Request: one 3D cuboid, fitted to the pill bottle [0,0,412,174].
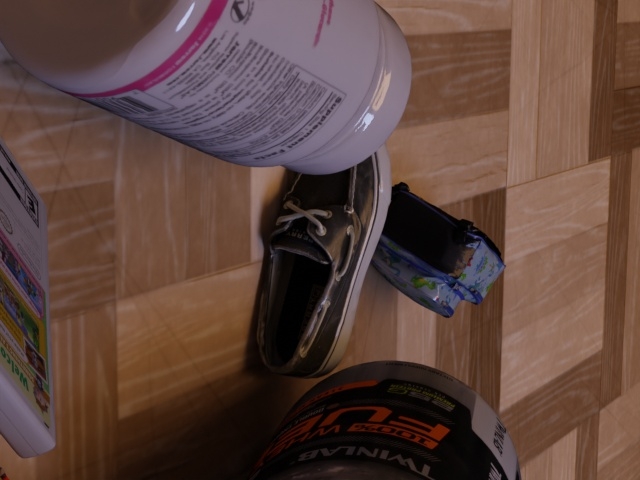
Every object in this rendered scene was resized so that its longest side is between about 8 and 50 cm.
[{"bbox_3d":[-0.060,-0.137,0.914,0.283,0.160,0.160,21,77,-60],"label":"pill bottle"}]

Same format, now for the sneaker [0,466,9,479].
[{"bbox_3d":[-0.203,0.114,0.755,0.107,0.118,0.279,-25,117,-57],"label":"sneaker"}]

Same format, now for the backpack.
[{"bbox_3d":[0.103,0.017,1.292,0.084,0.105,0.114,-57,148,0],"label":"backpack"}]

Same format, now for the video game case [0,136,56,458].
[{"bbox_3d":[-0.194,-0.022,0.741,0.193,0.023,0.212,-104,172,-46],"label":"video game case"}]

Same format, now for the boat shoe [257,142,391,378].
[{"bbox_3d":[0.000,0.000,1.129,0.070,0.078,0.219,14,85,-61],"label":"boat shoe"}]

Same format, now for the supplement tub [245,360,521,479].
[{"bbox_3d":[0.034,0.222,1.010,0.338,0.207,0.207,-51,142,-76],"label":"supplement tub"}]
